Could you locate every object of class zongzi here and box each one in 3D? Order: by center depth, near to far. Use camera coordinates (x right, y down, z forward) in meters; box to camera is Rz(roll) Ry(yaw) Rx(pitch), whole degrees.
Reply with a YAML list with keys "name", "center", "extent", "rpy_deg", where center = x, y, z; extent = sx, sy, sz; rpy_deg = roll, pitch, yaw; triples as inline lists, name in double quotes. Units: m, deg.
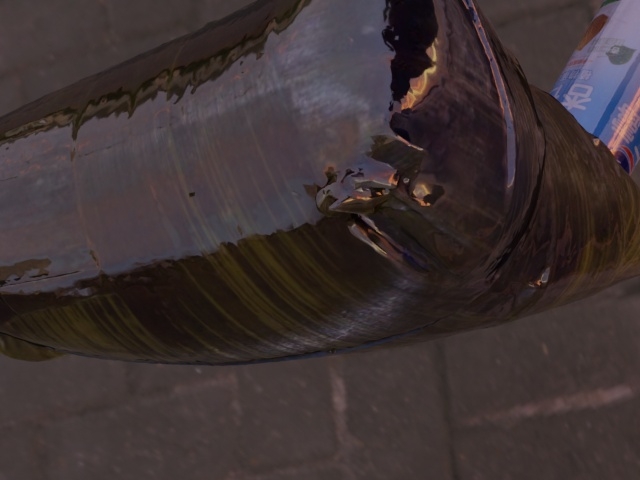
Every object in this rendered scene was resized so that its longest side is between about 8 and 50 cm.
- name: "zongzi"
  center: [0.000, 0.000, 1.049]
  extent: [0.403, 0.432, 0.208]
  rpy_deg: [-18, 66, 30]

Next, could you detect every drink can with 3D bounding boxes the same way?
- name: "drink can"
  center: [0.245, -0.121, 1.341]
  extent: [0.097, 0.097, 0.235]
  rpy_deg: [23, 68, 25]
